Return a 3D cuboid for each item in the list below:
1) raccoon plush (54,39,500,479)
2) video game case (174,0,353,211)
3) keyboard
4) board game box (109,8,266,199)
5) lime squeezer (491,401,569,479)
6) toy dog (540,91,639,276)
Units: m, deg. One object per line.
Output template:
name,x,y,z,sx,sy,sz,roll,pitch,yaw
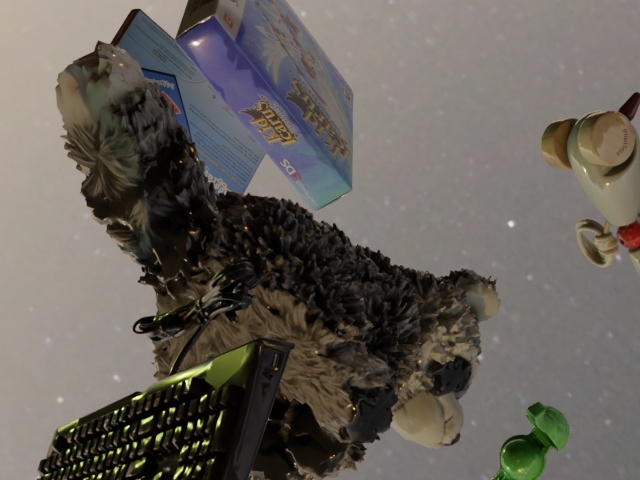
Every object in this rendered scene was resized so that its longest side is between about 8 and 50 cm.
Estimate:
raccoon plush,0.000,0.000,1.000,0.216,0.446,0.299,-10,-165,37
video game case,-0.054,-0.205,1.366,0.061,0.269,0.244,-28,-150,21
keyboard,-0.112,0.110,0.724,0.317,0.033,0.201,-28,-143,52
board game box,-0.188,-0.172,1.565,0.027,0.281,0.145,6,-117,50
lime squeezer,0.226,0.249,1.288,0.110,0.059,0.310,-45,164,-37
toy dog,0.485,-0.092,1.755,0.161,0.333,0.220,-39,-144,-12
